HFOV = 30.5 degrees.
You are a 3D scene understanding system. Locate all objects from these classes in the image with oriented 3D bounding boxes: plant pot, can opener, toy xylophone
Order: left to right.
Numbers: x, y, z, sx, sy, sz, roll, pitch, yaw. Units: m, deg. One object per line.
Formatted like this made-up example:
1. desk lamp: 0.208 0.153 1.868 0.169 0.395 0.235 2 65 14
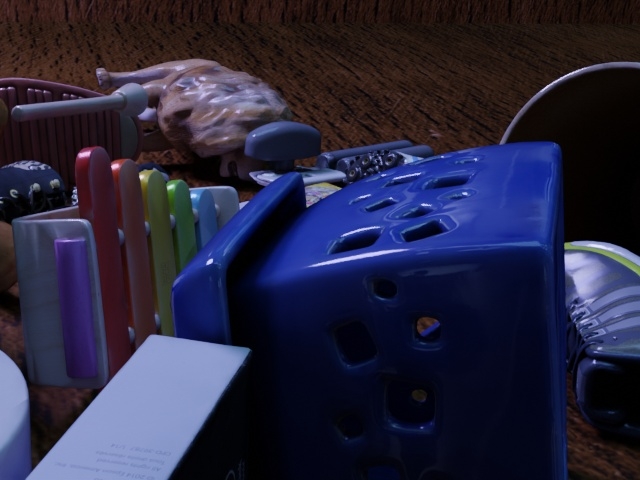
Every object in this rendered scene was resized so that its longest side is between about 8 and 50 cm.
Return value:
1. toy xylophone: -0.149 -0.002 0.915 0.081 0.236 0.323 -3 14 15
2. can opener: 0.032 -0.102 1.471 0.280 0.093 0.074 -7 20 -41
3. plant pot: 0.041 0.077 0.704 0.212 0.236 0.236 -1 17 11
4. plant pot: 0.323 -0.036 1.136 0.237 0.237 0.254 14 7 31

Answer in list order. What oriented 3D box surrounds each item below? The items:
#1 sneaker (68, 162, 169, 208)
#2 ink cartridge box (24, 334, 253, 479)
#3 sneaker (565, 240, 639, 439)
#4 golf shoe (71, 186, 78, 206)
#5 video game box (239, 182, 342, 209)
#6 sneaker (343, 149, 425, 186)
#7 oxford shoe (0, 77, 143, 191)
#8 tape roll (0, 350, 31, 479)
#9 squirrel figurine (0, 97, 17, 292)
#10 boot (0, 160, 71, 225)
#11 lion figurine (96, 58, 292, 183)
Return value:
1. sneaker: -0.202 0.003 1.122 0.084 0.097 0.235 -27 11 28
2. ink cartridge box: -0.097 0.175 0.474 0.065 0.165 0.333 7 19 10
3. sneaker: 0.228 0.081 0.904 0.121 0.111 0.300 -13 21 -30
4. golf shoe: -0.215 -0.032 1.256 0.086 0.069 0.176 11 20 5
5. video game box: 0.000 0.000 1.193 0.187 0.048 0.205 -18 28 -36
6. sneaker: 0.139 -0.057 1.372 0.237 0.085 0.086 8 -8 26
7. oxford shoe: -0.418 -0.131 1.418 0.397 0.140 0.146 -1 11 -18
8. tape roll: -0.250 0.151 0.518 0.246 0.169 0.246 2 19 -1
9. squirrel figurine: -0.413 -0.036 0.839 0.397 0.281 0.370 -11 34 -4
10. boot: -0.315 -0.025 1.167 0.236 0.085 0.178 13 25 42
11. lion figurine: -0.178 -0.192 1.602 0.240 0.142 0.392 -14 27 -5
